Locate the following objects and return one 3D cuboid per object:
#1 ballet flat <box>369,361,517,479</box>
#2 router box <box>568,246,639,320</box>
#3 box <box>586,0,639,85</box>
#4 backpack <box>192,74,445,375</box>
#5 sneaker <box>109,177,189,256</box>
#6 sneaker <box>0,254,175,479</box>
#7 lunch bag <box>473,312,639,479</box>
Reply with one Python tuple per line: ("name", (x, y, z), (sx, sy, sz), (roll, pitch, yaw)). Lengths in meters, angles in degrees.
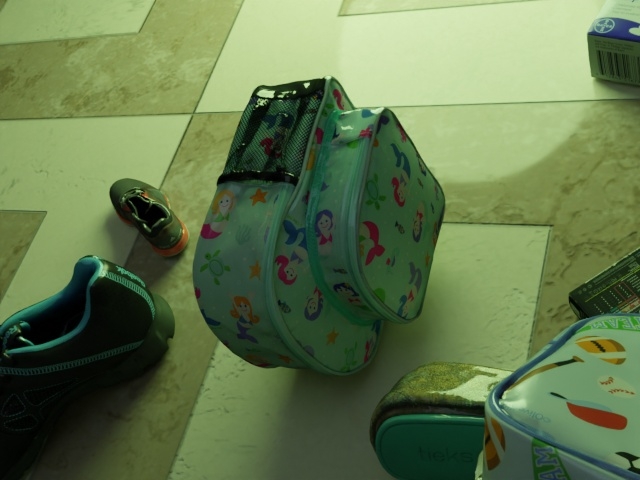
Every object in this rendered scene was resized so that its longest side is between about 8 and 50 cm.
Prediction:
("ballet flat", (0.213, 0.155, 0.717), (0.348, 0.123, 0.123), (3, 57, 24))
("router box", (0.298, 0.054, 0.789), (0.122, 0.038, 0.092), (-32, 49, 0))
("box", (0.370, -0.233, 0.945), (0.126, 0.072, 0.137), (20, 65, 34))
("backpack", (0.000, 0.000, 0.846), (0.191, 0.225, 0.254), (6, 63, 34))
("sneaker", (-0.215, -0.044, 1.078), (0.061, 0.065, 0.158), (-45, 50, -11))
("sneaker", (-0.323, 0.146, 0.940), (0.341, 0.140, 0.125), (-42, 52, -7))
("lunch bag", (0.235, 0.145, 0.492), (0.303, 0.115, 0.243), (16, 21, 30))
